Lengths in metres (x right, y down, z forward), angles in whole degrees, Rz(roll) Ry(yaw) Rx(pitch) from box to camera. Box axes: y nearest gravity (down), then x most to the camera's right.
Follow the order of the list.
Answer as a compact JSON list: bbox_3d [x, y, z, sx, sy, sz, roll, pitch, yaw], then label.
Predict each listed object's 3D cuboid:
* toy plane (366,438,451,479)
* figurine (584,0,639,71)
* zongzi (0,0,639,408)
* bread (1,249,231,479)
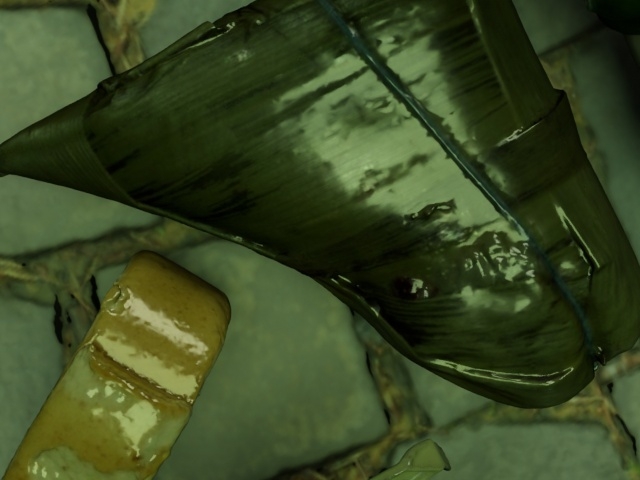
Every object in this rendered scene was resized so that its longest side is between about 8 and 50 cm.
[{"bbox_3d":[-0.037,0.190,0.418,0.256,0.104,0.241,0,129,-40],"label":"toy plane"},{"bbox_3d":[0.152,-0.196,0.367,0.281,0.167,0.370,-36,117,-8],"label":"figurine"},{"bbox_3d":[0.000,0.000,0.433,0.275,0.125,0.250,-27,89,1],"label":"zongzi"},{"bbox_3d":[-0.100,0.085,0.436,0.073,0.122,0.149,30,95,-8],"label":"bread"}]
